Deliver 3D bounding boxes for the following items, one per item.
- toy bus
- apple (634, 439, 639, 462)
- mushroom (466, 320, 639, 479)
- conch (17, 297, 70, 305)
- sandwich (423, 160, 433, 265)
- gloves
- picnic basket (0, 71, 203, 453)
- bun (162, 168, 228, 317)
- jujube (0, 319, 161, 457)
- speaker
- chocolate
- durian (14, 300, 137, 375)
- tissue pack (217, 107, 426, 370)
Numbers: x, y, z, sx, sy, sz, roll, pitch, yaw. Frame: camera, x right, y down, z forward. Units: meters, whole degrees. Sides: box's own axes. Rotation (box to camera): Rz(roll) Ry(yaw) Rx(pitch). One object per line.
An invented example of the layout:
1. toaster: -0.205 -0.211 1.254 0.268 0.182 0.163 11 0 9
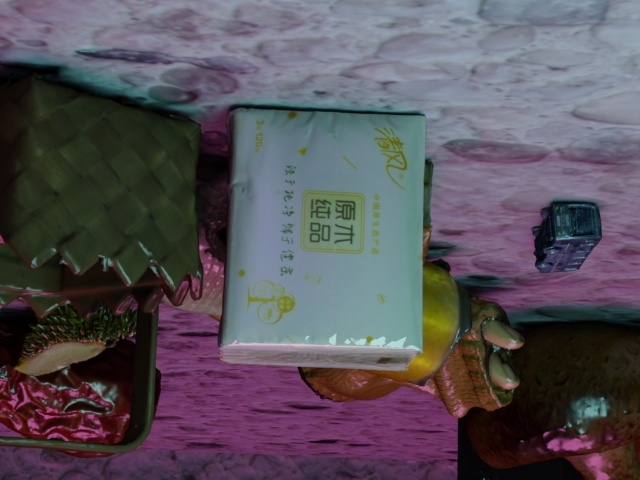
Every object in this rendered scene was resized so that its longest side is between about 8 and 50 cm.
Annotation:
1. toy bus: 0.276 -0.001 1.691 0.065 0.047 0.166 -3 166 0
2. apple: 0.581 0.317 2.560 0.188 0.188 0.174 5 170 -9
3. mushroom: 0.383 0.291 2.225 0.331 0.356 0.334 6 -171 30
4. conch: -0.340 0.024 1.782 0.153 0.102 0.135 -4 149 25
5. sandwich: 0.057 -0.025 1.565 0.113 0.079 0.163 1 166 0
6. gloves: 0.123 0.146 2.050 0.356 0.155 0.203 -3 155 40
7. picnic basket: -0.262 0.031 1.384 0.254 0.321 0.291 11 165 -41
8. bun: -0.082 -0.005 1.543 0.212 0.126 0.204 21 142 -40
9. jujube: -0.421 0.216 2.328 0.342 0.216 0.216 23 158 -20
10. speaker: 0.366 0.331 2.513 0.184 0.254 0.232 15 161 -41
11. chocolate: -0.032 0.045 1.746 0.445 0.162 0.162 19 158 -35
12. durian: -0.343 0.124 2.164 0.221 0.095 0.137 -11 -164 35
13. tissue pack: 0.000 0.000 1.390 0.185 0.225 0.124 3 165 -4
